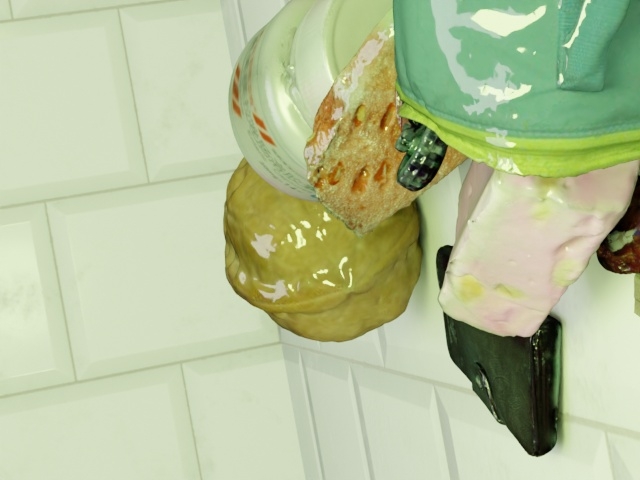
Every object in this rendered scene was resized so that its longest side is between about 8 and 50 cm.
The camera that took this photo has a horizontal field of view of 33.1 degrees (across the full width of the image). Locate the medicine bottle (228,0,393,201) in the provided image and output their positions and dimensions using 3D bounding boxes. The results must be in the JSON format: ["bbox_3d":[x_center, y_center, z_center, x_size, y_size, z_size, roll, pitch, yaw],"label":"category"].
[{"bbox_3d":[0.045,-0.185,1.280,0.325,0.256,0.256,169,91,-70],"label":"medicine bottle"}]

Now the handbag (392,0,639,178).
[{"bbox_3d":[0.172,-0.187,0.652,0.222,0.263,0.241,-136,35,-59],"label":"handbag"}]

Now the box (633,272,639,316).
[{"bbox_3d":[0.281,0.047,0.778,0.083,0.079,0.035,-131,34,-67],"label":"box"}]

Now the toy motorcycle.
[{"bbox_3d":[0.119,-0.140,0.850,0.213,0.082,0.122,-60,13,20],"label":"toy motorcycle"}]

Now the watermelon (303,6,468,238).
[{"bbox_3d":[0.080,-0.126,1.046,0.257,0.192,0.140,-53,29,18],"label":"watermelon"}]

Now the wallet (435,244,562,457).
[{"bbox_3d":[0.205,0.124,1.291,0.318,0.045,0.173,-129,32,-69],"label":"wallet"}]

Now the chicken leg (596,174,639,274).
[{"bbox_3d":[0.270,-0.019,0.867,0.205,0.053,0.093,152,122,-74],"label":"chicken leg"}]

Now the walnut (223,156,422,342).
[{"bbox_3d":[0.004,-0.001,1.572,0.344,0.306,0.306,-115,18,-62],"label":"walnut"}]

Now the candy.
[{"bbox_3d":[0.185,-0.034,0.957,0.265,0.115,0.156,104,180,-62],"label":"candy"}]
